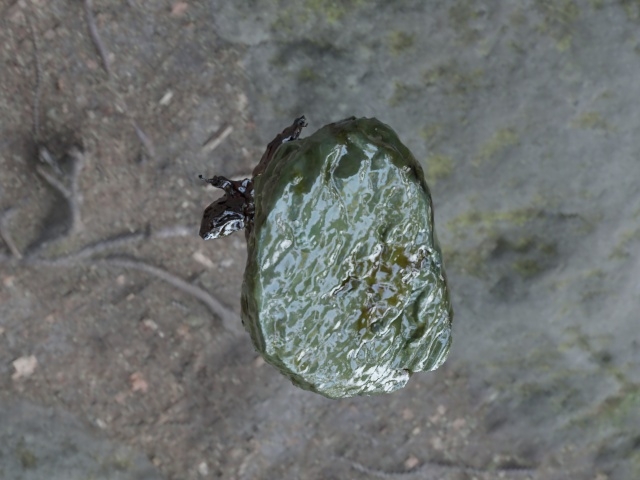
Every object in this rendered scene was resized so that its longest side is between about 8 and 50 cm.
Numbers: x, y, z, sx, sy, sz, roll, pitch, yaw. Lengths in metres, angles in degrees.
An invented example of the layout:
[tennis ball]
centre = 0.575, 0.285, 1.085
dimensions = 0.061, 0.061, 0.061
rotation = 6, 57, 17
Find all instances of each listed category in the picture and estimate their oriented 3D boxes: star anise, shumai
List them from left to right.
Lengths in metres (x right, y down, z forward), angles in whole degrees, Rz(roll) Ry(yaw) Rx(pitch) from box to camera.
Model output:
[star anise]
centre = -0.050, -0.035, 1.262
dimensions = 0.212, 0.157, 0.053
rotation = -36, -177, -36
[shumai]
centre = 0.001, 0.001, 0.990
dimensions = 0.189, 0.218, 0.256
rotation = -17, 121, -11
